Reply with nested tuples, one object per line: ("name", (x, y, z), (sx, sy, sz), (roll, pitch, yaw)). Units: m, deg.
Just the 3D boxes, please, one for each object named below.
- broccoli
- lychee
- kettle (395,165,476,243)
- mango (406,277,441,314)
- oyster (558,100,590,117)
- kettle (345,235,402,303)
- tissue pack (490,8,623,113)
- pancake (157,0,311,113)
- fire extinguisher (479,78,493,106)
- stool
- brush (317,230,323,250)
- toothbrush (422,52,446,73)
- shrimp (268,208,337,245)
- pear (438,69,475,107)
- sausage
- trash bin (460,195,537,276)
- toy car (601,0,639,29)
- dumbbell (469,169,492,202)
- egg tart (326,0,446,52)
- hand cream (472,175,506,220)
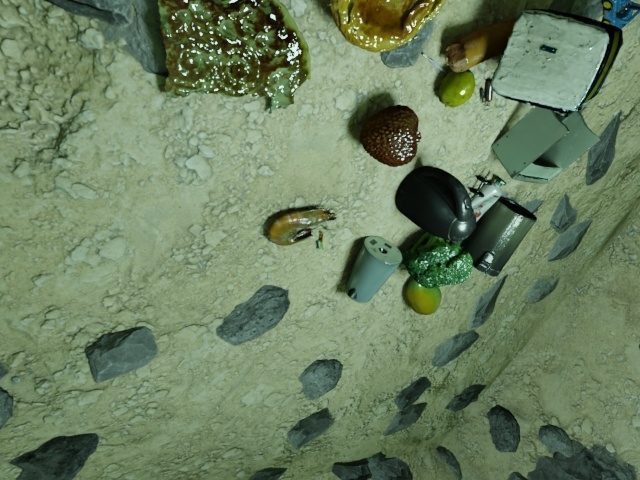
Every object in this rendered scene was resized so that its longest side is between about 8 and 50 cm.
("broccoli", (0.483, 0.066, 1.904), (0.307, 0.307, 0.275), (36, 63, -46))
("lychee", (0.221, -0.318, 1.443), (0.194, 0.194, 0.195), (-18, 133, -21))
("kettle", (0.427, -0.132, 1.658), (0.207, 0.290, 0.269), (-24, 134, -14))
("mango", (0.468, 0.249, 2.132), (0.156, 0.114, 0.251), (-35, 138, 6))
("oyster", (0.941, -0.588, 1.739), (0.162, 0.158, 0.351), (-63, 155, -9))
("kettle", (0.206, 0.115, 1.843), (0.210, 0.159, 0.243), (-31, 154, -52))
("tissue pack", (0.736, -0.556, 1.439), (0.416, 0.264, 0.254), (-31, 141, -48))
("pancake", (-0.197, -0.467, 1.133), (0.426, 0.067, 0.305), (-1, 133, -35))
("fire extinguisher", (0.578, -0.506, 1.633), (0.046, 0.032, 0.100), (-30, 132, -25))
("stool", (0.848, -0.364, 1.777), (0.243, 0.171, 0.270), (0, 147, -35))
("brush", (0.000, 0.000, 1.674), (0.021, 0.019, 0.083), (-11, 133, -14))
("toothbrush", (0.355, -0.550, 1.459), (0.131, 0.013, 0.011), (16, 125, -42))
("shrimp", (-0.059, -0.049, 1.566), (0.248, 0.068, 0.150), (-17, 146, -15))
("pear", (0.435, -0.486, 1.496), (0.107, 0.107, 0.131), (0, 128, -34))
("sausage", (0.505, -0.602, 1.446), (0.270, 0.109, 0.109), (-27, 136, -17))
("trash bin", (0.770, -0.020, 2.044), (0.302, 0.202, 0.252), (-62, 173, 22))
("toy car", (1.066, -0.822, 1.650), (0.097, 0.100, 0.191), (-44, 141, 0))
("dumbbell", (0.647, -0.218, 1.894), (0.069, 0.069, 0.147), (4, 123, -37))
("egg tart", (0.164, -0.647, 1.150), (0.351, 0.150, 0.352), (-17, 137, -16))
("hand cream", (0.657, -0.125, 1.994), (0.121, 0.076, 0.336), (12, 124, -39))
